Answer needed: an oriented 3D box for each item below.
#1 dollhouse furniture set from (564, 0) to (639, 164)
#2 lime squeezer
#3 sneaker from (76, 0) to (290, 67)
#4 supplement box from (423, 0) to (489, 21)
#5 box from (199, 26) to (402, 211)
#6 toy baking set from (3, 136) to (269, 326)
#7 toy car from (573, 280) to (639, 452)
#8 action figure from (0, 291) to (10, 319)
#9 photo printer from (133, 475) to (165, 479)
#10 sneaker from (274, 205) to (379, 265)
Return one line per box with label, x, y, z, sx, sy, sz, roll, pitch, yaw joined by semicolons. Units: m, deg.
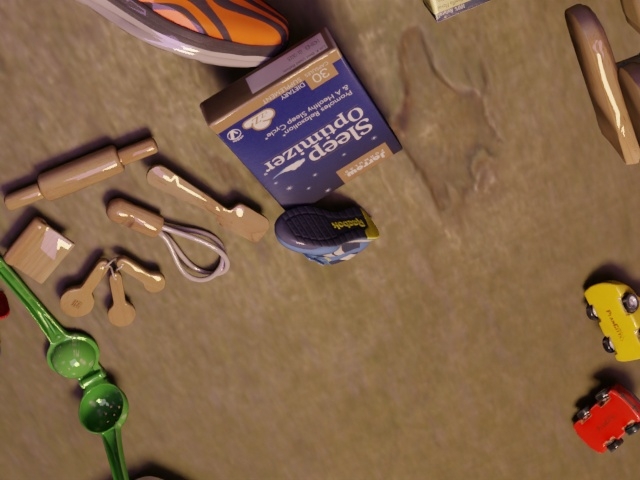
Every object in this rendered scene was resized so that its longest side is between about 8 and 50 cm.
dollhouse furniture set;0.367;-0.258;1.028;0.362;0.394;0.256;-25;120;4
lime squeezer;-0.261;0.154;1.320;0.058;0.110;0.310;-27;91;24
sneaker;-0.144;-0.280;1.077;0.321;0.125;0.180;22;114;-21
supplement box;0.130;-0.266;1.175;0.083;0.056;0.083;-22;120;2
box;-0.006;-0.100;1.202;0.136;0.036;0.225;-31;148;7
toy baking set;-0.193;-0.013;1.277;0.256;0.030;0.197;-25;123;5
toy car;0.401;0.165;1.408;0.053;0.225;0.239;-32;131;-41
action figure;-0.381;0.204;1.304;0.091;0.139;0.280;6;120;-12
photo printer;-0.222;0.427;1.472;0.307;0.107;0.256;-36;120;9
sneaker;0.000;0.000;1.276;0.144;0.053;0.059;1;145;-50
